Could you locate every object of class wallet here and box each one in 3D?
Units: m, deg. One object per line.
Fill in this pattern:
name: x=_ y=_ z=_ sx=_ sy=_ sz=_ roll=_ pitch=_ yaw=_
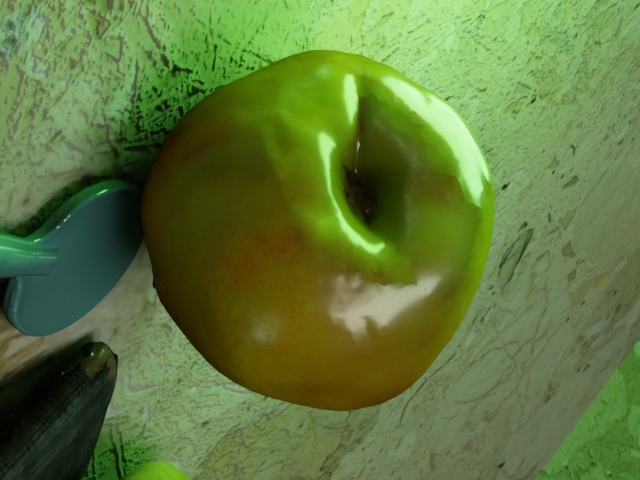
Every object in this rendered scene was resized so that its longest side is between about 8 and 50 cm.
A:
wallet: x=-0.263 y=0.225 z=1.453 sx=0.317 sy=0.044 sz=0.169 roll=-53 pitch=164 yaw=-53

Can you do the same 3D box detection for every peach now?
peach: x=-0.004 y=0.002 z=1.441 sx=0.289 sy=0.289 sz=0.308 roll=-41 pitch=177 yaw=-24

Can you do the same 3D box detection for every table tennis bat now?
table tennis bat: x=-0.210 y=0.013 z=1.371 sx=0.149 sy=0.038 sz=0.237 roll=-56 pitch=161 yaw=12

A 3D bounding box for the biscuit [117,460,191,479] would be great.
biscuit: x=-0.258 y=0.392 z=1.677 sx=0.429 sy=0.104 sz=0.446 roll=-64 pitch=171 yaw=16
